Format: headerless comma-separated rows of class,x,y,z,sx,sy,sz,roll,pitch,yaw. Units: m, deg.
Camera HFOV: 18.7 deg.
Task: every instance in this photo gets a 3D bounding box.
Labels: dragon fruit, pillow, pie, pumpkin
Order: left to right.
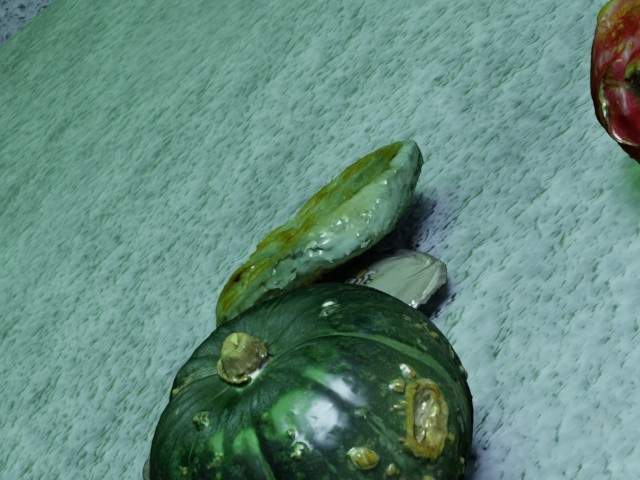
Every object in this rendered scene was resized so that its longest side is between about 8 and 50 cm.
pillow,-0.016,0.083,1.245,0.232,0.038,0.130,-43,18,-18
pumpkin,-0.006,0.108,1.040,0.190,0.146,0.190,-19,49,23
pie,0.000,0.000,1.332,0.187,0.041,0.187,-40,7,6
dragon fruit,0.210,-0.104,1.166,0.125,0.125,0.246,-11,1,-4
